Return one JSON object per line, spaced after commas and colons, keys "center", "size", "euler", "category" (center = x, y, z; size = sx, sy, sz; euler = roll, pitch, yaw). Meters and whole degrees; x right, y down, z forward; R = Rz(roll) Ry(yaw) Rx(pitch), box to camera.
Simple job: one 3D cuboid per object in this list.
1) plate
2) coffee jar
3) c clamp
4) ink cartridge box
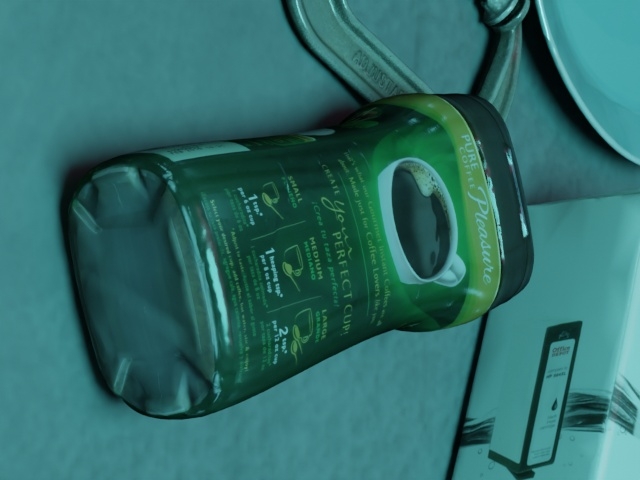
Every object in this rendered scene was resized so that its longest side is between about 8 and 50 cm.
{"center": [0.153, -0.126, 0.900], "size": [0.188, 0.024, 0.188], "euler": [5, 83, -45], "category": "plate"}
{"center": [0.000, 0.000, 0.704], "size": [0.184, 0.079, 0.096], "euler": [-15, 94, -43], "category": "coffee jar"}
{"center": [0.042, -0.116, 0.795], "size": [0.160, 0.022, 0.137], "euler": [46, 57, -31], "category": "c clamp"}
{"center": [0.139, 0.099, 0.825], "size": [0.148, 0.086, 0.203], "euler": [30, 65, -38], "category": "ink cartridge box"}
